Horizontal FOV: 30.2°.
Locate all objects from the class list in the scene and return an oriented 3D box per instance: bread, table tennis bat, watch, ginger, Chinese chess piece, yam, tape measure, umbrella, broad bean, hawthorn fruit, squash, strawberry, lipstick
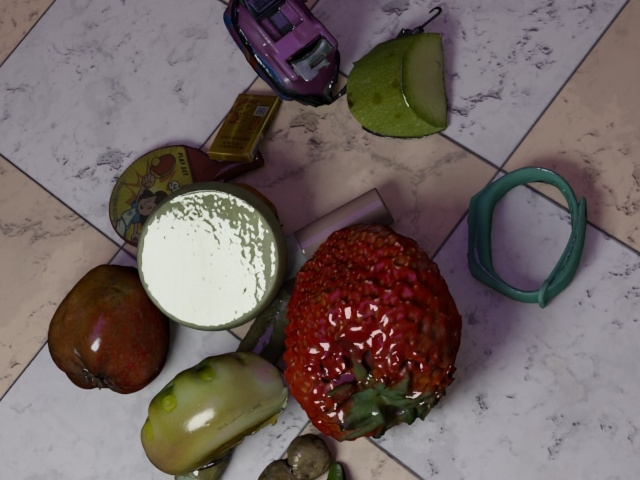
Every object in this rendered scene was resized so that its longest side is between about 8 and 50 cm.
[{"bbox_3d":[-0.182,0.260,1.873,0.261,0.156,0.158,-31,72,0],"label":"bread"},{"bbox_3d":[-0.248,-0.095,2.180,0.310,0.038,0.200,-24,66,11],"label":"table tennis bat"},{"bbox_3d":[0.337,-0.004,1.948,0.195,0.068,0.237,-1,66,15],"label":"watch"},{"bbox_3d":[-0.065,0.395,1.910,0.204,0.080,0.104,-44,38,-1],"label":"ginger"},{"bbox_3d":[-0.179,0.026,1.970,0.250,0.101,0.250,1,98,4],"label":"Chinese chess piece"},{"bbox_3d":[-0.135,0.247,1.992,0.083,0.083,0.371,21,76,23],"label":"yam"},{"bbox_3d":[-0.057,-0.352,2.111,0.149,0.231,0.245,-39,80,-2],"label":"tape measure"},{"bbox_3d":[0.119,-0.334,2.152,0.269,0.044,0.044,-42,36,0],"label":"umbrella"},{"bbox_3d":[0.031,0.442,1.872,0.046,0.061,0.195,-17,66,8],"label":"broad bean"},{"bbox_3d":[-0.347,0.140,2.045,0.208,0.208,0.248,6,54,19],"label":"hawthorn fruit"},{"bbox_3d":[0.124,-0.274,2.084,0.184,0.085,0.191,-6,81,17],"label":"squash"},{"bbox_3d":[0.082,0.124,1.874,0.312,0.267,0.351,-46,42,29],"label":"strawberry"},{"bbox_3d":[0.000,0.000,2.044,0.254,0.070,0.070,-29,64,5],"label":"lipstick"}]

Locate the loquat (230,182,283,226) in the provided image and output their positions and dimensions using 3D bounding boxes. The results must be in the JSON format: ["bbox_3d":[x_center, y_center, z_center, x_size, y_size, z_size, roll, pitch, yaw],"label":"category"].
[{"bbox_3d":[-0.134,-0.041,2.073,0.137,0.137,0.113,21,85,23],"label":"loquat"}]

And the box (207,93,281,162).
[{"bbox_3d":[-0.138,-0.206,2.163,0.089,0.022,0.156,6,52,22],"label":"box"}]
